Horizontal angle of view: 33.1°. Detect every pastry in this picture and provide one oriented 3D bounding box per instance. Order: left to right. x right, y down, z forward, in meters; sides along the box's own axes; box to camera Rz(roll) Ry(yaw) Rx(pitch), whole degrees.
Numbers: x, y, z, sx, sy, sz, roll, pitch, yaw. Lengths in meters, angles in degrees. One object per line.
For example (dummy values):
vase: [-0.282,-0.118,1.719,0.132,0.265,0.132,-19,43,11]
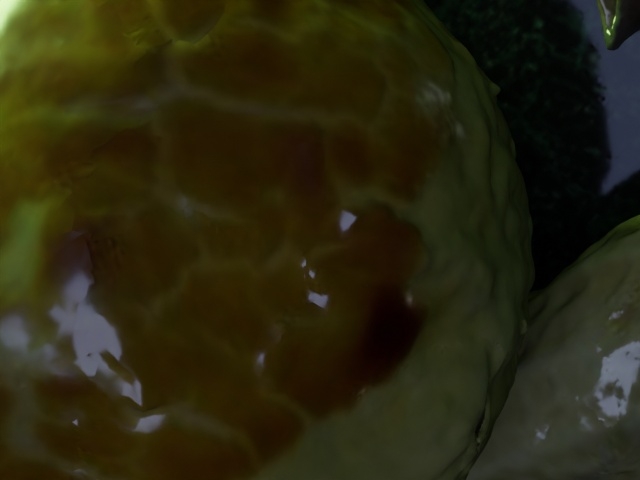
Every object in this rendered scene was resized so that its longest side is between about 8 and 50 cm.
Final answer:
pastry: [-0.085,0.005,0.548,0.388,0.312,0.389,-2,87,27]

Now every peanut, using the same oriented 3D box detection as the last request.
peanut: [0.140,0.091,0.650,0.313,0.152,0.152,-38,89,36]

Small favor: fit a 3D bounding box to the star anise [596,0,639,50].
star anise: [0.168,-0.262,0.565,0.198,0.110,0.258,-42,62,43]
